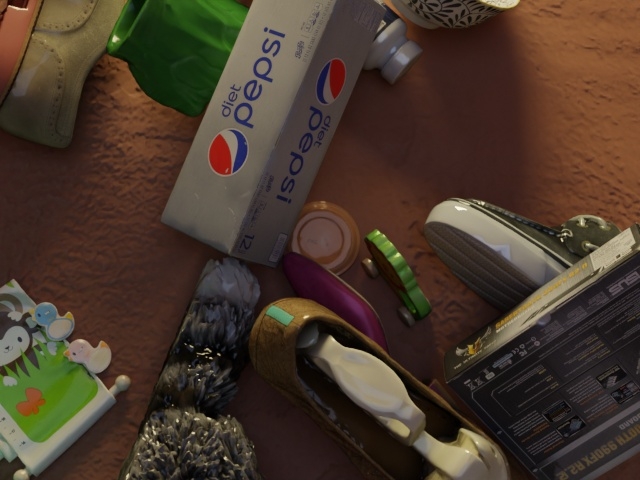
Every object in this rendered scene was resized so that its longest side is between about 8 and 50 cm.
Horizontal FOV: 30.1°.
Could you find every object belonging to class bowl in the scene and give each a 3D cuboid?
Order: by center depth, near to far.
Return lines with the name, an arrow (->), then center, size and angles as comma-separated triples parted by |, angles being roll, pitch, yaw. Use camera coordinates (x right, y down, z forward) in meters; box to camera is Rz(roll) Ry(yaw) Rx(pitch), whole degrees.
bowl -> 0.119, -0.276, 1.247 | 0.170, 0.170, 0.080 | 45, 124, 4

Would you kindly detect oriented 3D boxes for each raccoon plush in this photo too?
raccoon plush -> -0.040, 0.260, 1.105 | 0.299, 0.216, 0.446 | 23, 79, -8

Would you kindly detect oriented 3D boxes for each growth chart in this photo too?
growth chart -> -0.324, 0.125, 1.193 | 0.237, 0.021, 0.172 | 37, 79, 2

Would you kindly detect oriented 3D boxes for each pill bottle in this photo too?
pill bottle -> 0.048, -0.222, 1.254 | 0.120, 0.067, 0.067 | 43, 80, 4

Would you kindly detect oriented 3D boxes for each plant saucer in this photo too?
plant saucer -> 0.000, 0.000, 1.239 | 0.083, 0.013, 0.083 | 1, 80, -3

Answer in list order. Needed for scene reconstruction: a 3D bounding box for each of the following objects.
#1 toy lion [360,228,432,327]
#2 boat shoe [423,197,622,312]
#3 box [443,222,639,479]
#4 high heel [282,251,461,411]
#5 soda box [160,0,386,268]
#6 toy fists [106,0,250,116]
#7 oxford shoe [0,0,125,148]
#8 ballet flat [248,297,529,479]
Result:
toy lion -> 0.077, 0.035, 1.196 | 0.034, 0.096, 0.100 | -36, 85, -9
boat shoe -> 0.263, 0.034, 1.211 | 0.335, 0.121, 0.119 | 30, 72, -9
box -> 0.262, 0.120, 1.133 | 0.231, 0.056, 0.183 | -38, 108, 20
high heel -> 0.022, 0.128, 1.188 | 0.117, 0.082, 0.244 | -43, 95, -13
soda box -> -0.046, -0.124, 1.173 | 0.098, 0.091, 0.286 | 24, 93, 31
toy fists -> -0.104, -0.262, 1.222 | 0.142, 0.096, 0.279 | 30, 77, -26
oxford shoe -> -0.251, -0.259, 1.236 | 0.130, 0.123, 0.348 | 28, 77, -25
ballet flat -> 0.081, 0.174, 1.091 | 0.342, 0.124, 0.116 | 43, 75, -8
